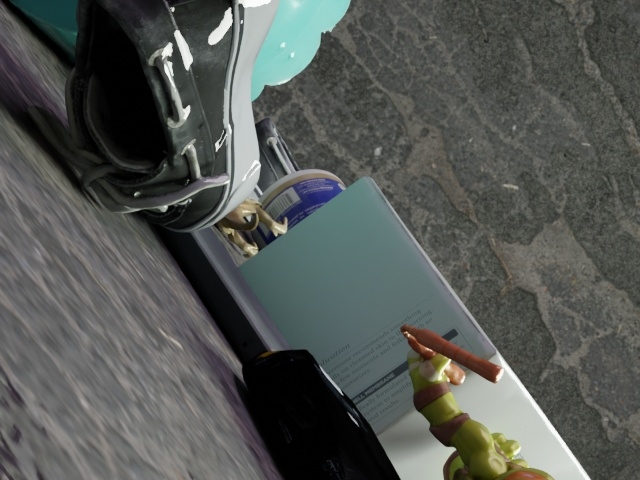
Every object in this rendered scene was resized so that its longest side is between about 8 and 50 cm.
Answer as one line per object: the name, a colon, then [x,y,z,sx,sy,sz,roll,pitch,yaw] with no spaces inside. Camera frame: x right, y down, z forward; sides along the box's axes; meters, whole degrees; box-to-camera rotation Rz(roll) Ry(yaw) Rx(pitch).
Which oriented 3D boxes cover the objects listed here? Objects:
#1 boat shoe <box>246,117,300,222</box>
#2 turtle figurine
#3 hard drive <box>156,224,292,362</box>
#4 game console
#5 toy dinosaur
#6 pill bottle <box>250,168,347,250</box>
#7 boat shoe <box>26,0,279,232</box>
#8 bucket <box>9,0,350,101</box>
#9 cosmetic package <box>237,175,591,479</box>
boat shoe: [0.000,0.000,1.784,0.301,0.102,0.108,54,2,3]
turtle figurine: [0.126,0.176,0.976,0.269,0.087,0.217,47,-6,12]
hard drive: [-0.061,0.036,1.066,0.135,0.022,0.094,55,3,21]
game console: [0.076,0.219,0.975,0.361,0.044,0.213,51,5,-42]
toy dinosaur: [-0.079,-0.022,1.411,0.093,0.053,0.183,34,6,-34]
pill bottle: [0.013,0.025,1.596,0.112,0.112,0.186,52,4,-48]
boat shoe: [-0.095,-0.069,0.890,0.113,0.105,0.306,44,-23,6]
bucket: [-0.115,-0.242,1.173,0.281,0.281,0.183,55,6,14]
cosmetic package: [0.073,0.112,1.217,0.224,0.138,0.224,52,5,-42]
